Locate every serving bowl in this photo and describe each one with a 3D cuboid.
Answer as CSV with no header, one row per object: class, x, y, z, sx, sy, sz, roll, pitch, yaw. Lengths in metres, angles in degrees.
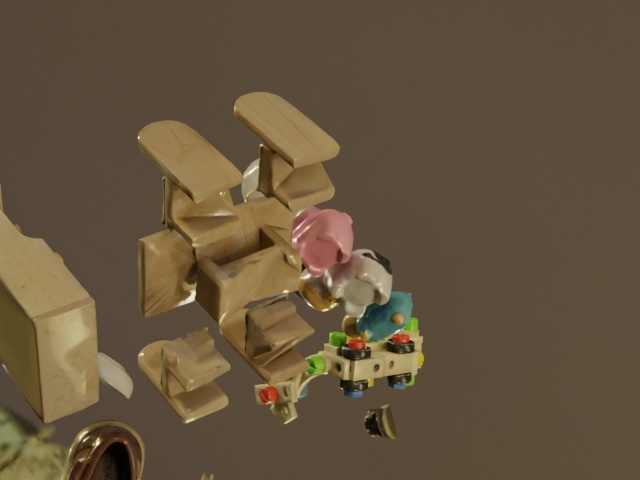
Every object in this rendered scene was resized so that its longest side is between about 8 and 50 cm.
serving bowl,-0.256,0.155,1.284,0.083,0.027,0.083,32,-15,10

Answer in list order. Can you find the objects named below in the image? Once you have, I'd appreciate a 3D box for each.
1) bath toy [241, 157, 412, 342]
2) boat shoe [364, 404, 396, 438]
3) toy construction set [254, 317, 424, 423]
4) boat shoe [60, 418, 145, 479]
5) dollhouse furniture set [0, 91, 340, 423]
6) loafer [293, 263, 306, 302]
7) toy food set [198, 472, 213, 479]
bath toy,0.000,0.000,1.556,0.151,0.129,0.348,-21,-54,23
boat shoe,0.098,0.307,1.794,0.152,0.049,0.056,55,20,-83
toy construction set,0.047,0.205,1.851,0.215,0.328,0.151,12,-64,49
boat shoe,-0.265,0.381,1.233,0.123,0.341,0.123,15,-6,-17
dollhouse furniture set,-0.217,0.020,1.320,0.256,0.394,0.362,42,-41,37
loafer,-0.055,0.019,2.036,0.109,0.095,0.302,-56,-146,24
toy food set,-0.249,0.522,2.112,0.039,0.132,0.192,10,-8,2
